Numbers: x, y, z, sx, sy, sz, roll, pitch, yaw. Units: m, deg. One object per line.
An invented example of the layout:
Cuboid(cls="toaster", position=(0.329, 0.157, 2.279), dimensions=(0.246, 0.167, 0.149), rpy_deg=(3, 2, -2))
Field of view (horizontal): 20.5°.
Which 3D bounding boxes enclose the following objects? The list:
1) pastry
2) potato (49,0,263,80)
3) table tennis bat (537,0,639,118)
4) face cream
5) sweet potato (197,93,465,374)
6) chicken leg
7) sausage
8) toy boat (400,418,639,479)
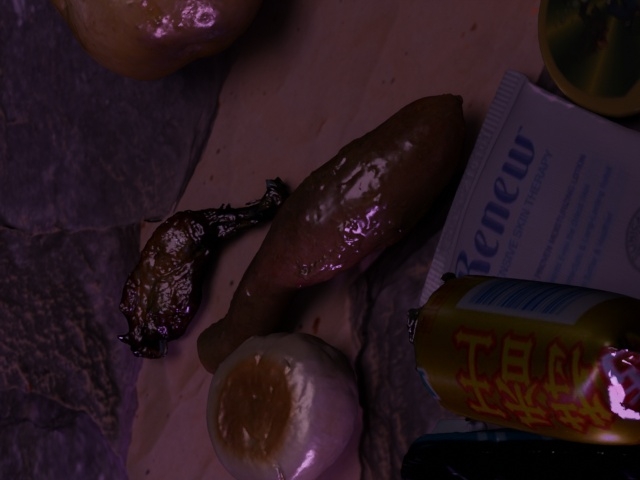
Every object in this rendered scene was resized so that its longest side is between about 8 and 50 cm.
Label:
Cuboid(cls="pastry", position=(-0.034, 0.161, 1.670), dimensions=(0.156, 0.092, 0.156), rpy_deg=(-14, 70, 42))
Cuboid(cls="potato", position=(-0.164, -0.278, 1.832), dimensions=(0.285, 0.242, 0.243), rpy_deg=(-29, 59, 16))
Cuboid(cls="table tennis bat", position=(0.297, -0.168, 1.501), dimensions=(0.198, 0.050, 0.321), rpy_deg=(-50, 47, 21))
Cuboid(cls="face cream", position=(0.243, 0.018, 1.464), dimensions=(0.420, 0.137, 0.235), rpy_deg=(31, 105, 52))
Cuboid(cls="sweet potato", position=(0.000, 0.000, 1.675), dimensions=(0.385, 0.109, 0.109), rpy_deg=(-45, 53, 24))
Cuboid(cls="chicken leg", position=(-0.127, 0.017, 1.821), dimensions=(0.253, 0.051, 0.106), rpy_deg=(-48, 58, 20))
Cuboid(cls="sausage", position=(0.194, 0.097, 1.317), dimensions=(0.117, 0.125, 0.317), rpy_deg=(-42, 21, -19))
Cuboid(cls="toy boat", position=(0.216, 0.188, 1.435), dimensions=(0.298, 0.134, 0.092), rpy_deg=(-4, 36, 36))
